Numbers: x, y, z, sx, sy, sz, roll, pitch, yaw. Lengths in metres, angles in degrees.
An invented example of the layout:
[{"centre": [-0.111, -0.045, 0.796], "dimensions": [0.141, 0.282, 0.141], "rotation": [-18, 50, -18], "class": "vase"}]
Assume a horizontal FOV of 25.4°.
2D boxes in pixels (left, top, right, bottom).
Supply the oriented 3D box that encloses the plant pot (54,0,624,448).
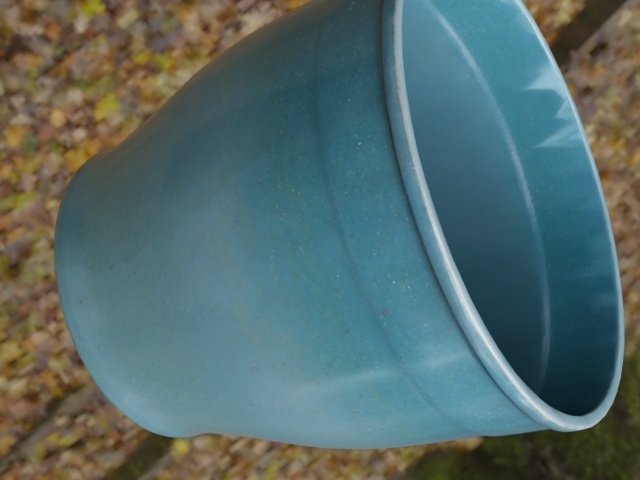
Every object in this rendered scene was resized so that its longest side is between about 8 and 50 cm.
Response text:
[{"centre": [0.000, 0.000, 0.803], "dimensions": [0.255, 0.271, 0.272], "rotation": [-18, 164, 27], "class": "plant pot"}]
